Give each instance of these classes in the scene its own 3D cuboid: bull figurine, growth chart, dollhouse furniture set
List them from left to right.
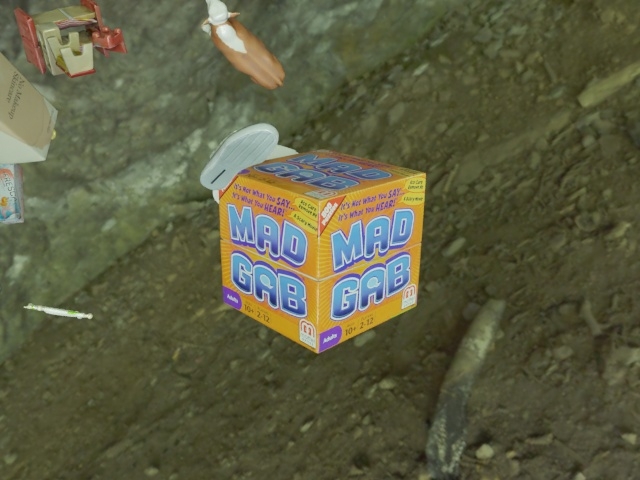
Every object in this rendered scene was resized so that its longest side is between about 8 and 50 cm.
[{"bbox_3d":[-0.778,0.208,1.910,0.237,0.172,0.021,-8,70,61],"label":"growth chart"},{"bbox_3d":[-0.630,-0.505,1.699,0.201,0.152,0.374,-25,45,-29],"label":"dollhouse furniture set"},{"bbox_3d":[-0.215,-0.518,1.705,0.101,0.310,0.188,-42,36,4],"label":"bull figurine"}]

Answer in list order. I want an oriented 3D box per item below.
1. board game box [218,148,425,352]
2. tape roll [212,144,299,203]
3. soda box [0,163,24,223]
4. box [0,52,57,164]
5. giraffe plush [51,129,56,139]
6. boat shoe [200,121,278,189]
[{"bbox_3d":[0.000,0.000,1.597,0.357,0.356,0.356,-18,27,-41],"label":"board game box"},{"bbox_3d":[-0.173,-0.173,1.917,0.286,0.286,0.100,-23,57,41],"label":"tape roll"},{"bbox_3d":[-0.947,-0.146,1.979,0.058,0.183,0.063,-8,-11,0],"label":"soda box"},{"bbox_3d":[-0.701,-0.299,1.357,0.121,0.311,0.148,-3,67,12],"label":"box"},{"bbox_3d":[-0.846,-0.326,1.850,0.181,0.170,0.210,-37,-11,-3],"label":"giraffe plush"},{"bbox_3d":[-0.166,-0.183,1.280,0.226,0.083,0.075,-28,45,38],"label":"boat shoe"}]
